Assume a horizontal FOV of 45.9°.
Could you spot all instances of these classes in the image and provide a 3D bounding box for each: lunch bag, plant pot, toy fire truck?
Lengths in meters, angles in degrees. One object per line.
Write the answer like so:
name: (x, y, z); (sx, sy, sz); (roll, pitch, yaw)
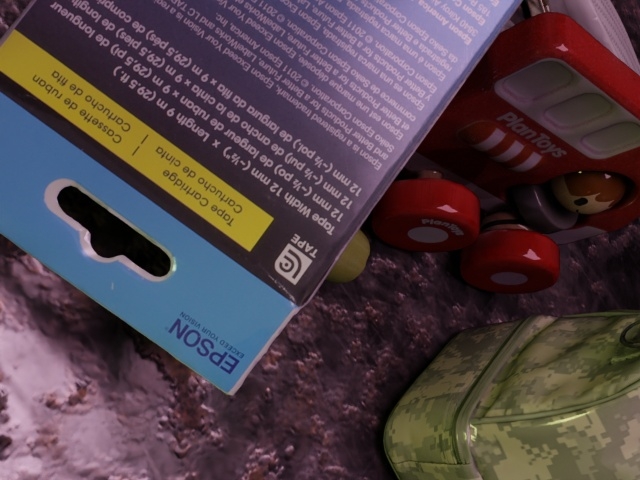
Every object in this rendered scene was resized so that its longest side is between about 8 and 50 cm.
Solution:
lunch bag: (0.248, 0.217, 0.656); (0.212, 0.256, 0.305); (-36, 102, -40)
plant pot: (0.000, 0.000, 0.637); (0.079, 0.083, 0.083); (31, 59, -43)
toy fire truck: (0.205, -0.075, 0.706); (0.302, 0.254, 0.169); (24, 63, -33)

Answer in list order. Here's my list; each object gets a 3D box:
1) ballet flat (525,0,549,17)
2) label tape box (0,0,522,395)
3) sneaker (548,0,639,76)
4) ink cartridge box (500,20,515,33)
ballet flat: (0.300, -0.305, 0.988); (0.057, 0.052, 0.168); (-28, 96, -42)
label tape box: (-0.056, -0.111, 0.526); (0.249, 0.115, 0.348); (36, 86, -4)
sneaker: (0.262, -0.155, 0.827); (0.292, 0.169, 0.108); (42, 44, -43)
ink cartridge box: (0.107, -0.263, 0.781); (0.181, 0.056, 0.224); (51, 27, 18)
